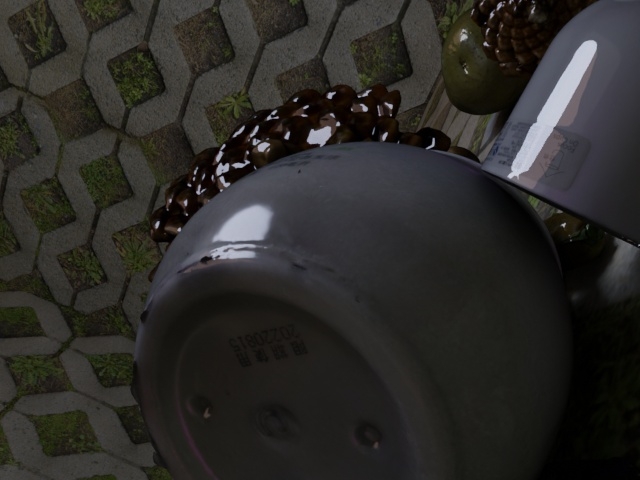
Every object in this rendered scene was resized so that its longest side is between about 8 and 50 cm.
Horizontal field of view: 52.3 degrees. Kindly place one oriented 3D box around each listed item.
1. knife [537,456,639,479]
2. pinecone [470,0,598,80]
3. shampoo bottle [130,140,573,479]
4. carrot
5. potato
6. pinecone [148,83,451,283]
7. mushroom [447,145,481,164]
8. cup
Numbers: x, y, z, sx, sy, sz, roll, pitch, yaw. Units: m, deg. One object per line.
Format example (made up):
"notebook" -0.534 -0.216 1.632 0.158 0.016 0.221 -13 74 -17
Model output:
"knife" 0.149 0.147 0.389 0.031 0.018 0.121 -55 -4 -28
"pinecone" 0.258 -0.255 0.730 0.173 0.173 0.174 -155 90 -89
"shampoo bottle" 0.034 0.066 0.460 0.266 0.273 0.273 -33 -27 -58
"carrot" 0.180 0.025 0.603 0.254 0.049 0.049 124 171 -70
"potato" 0.252 -0.267 1.013 0.194 0.157 0.157 113 -179 -74
"pinecone" 0.000 0.000 0.827 0.398 0.397 0.398 -155 90 -89
"mushroom" 0.212 -0.092 1.027 0.210 0.072 0.094 -76 9 -65
"cup" 0.187 -0.071 0.363 0.142 0.134 0.173 -63 1 11
